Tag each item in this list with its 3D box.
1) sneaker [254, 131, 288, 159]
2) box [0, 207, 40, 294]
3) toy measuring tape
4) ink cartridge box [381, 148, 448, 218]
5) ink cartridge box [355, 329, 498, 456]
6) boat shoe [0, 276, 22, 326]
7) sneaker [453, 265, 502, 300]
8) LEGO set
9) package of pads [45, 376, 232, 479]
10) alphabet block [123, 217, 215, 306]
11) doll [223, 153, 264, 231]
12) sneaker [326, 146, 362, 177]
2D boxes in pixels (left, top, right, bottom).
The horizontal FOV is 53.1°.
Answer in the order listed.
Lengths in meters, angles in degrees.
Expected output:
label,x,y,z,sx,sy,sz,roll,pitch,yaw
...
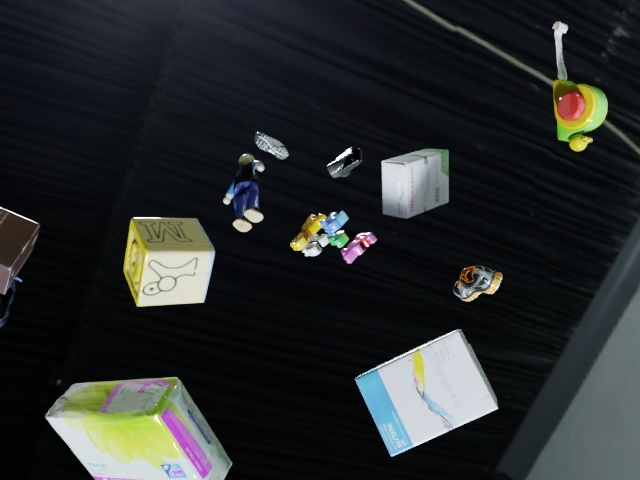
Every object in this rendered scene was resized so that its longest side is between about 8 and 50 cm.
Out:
label,x,y,z,sx,sy,sz,roll,pitch,yaw
sneaker,-0.137,-0.264,1.759,0.040,0.109,0.044,-43,31,23
box,-1.012,-0.024,1.782,0.143,0.381,0.191,-55,16,40
toy measuring tape,0.633,-0.384,1.563,0.121,0.121,0.331,169,100,-66
ink cartridge box,0.273,-0.167,1.831,0.092,0.219,0.160,12,112,41
ink cartridge box,0.259,0.356,1.538,0.270,0.198,0.197,-28,77,10
boat shoe,-0.986,0.152,2.005,0.089,0.109,0.259,-33,58,38
sneaker,0.428,0.112,1.816,0.084,0.083,0.215,-67,9,-21
LEGO set,0.000,0.000,1.317,0.093,0.087,0.227,-47,20,-22
package of pads,-0.343,0.367,1.197,0.296,0.229,0.101,-10,29,29
alphabet block,-0.435,0.058,1.828,0.193,0.197,0.193,49,130,48
doll,-0.156,-0.109,1.326,0.129,0.046,0.189,-36,42,33
sneaker,0.072,-0.196,1.587,0.089,0.051,0.170,-32,1,23
